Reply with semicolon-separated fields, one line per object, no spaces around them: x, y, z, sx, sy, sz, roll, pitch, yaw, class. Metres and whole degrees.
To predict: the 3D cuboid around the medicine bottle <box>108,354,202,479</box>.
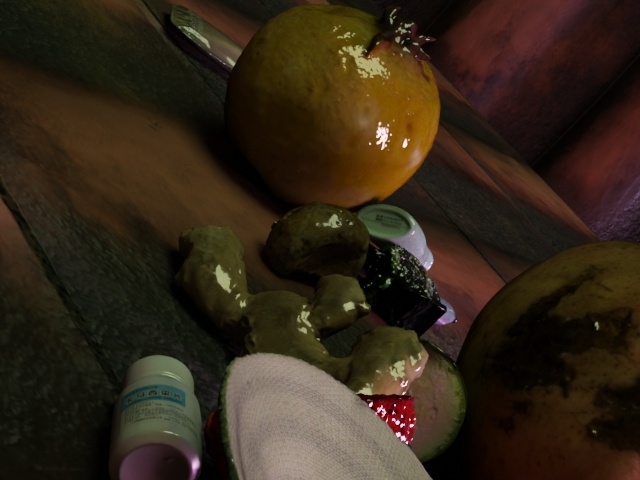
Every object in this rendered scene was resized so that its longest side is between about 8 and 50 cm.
-0.096;0.108;0.686;0.052;0.052;0.089;35;18;-21;medicine bottle

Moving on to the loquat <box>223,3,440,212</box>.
0.019;-0.149;1.269;0.244;0.244;0.244;38;17;-14;loquat

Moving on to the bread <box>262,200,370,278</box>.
0.000;0.000;1.126;0.113;0.082;0.060;27;19;-49;bread

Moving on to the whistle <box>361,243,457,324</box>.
0.076;0.039;1.279;0.176;0.033;0.033;36;18;-15;whistle

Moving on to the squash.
0.068;0.130;0.967;0.105;0.105;0.132;45;0;9;squash

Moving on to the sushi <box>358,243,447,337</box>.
0.081;0.044;1.214;0.085;0.056;0.083;35;31;-16;sushi

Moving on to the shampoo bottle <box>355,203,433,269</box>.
0.092;0.002;1.319;0.069;0.041;0.191;8;-10;17;shampoo bottle

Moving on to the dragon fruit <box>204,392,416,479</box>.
-0.019;0.147;0.728;0.083;0.106;0.162;-1;-1;40;dragon fruit

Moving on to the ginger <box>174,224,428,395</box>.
-0.019;0.061;0.899;0.149;0.065;0.258;-11;37;-26;ginger

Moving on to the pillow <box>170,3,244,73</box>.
-0.109;-0.234;1.542;0.217;0.033;0.130;35;17;-21;pillow

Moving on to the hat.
-0.003;0.186;0.604;0.252;0.110;0.252;46;15;-16;hat

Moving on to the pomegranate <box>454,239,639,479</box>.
0.256;0.154;0.983;0.322;0.322;0.322;38;17;-14;pomegranate
